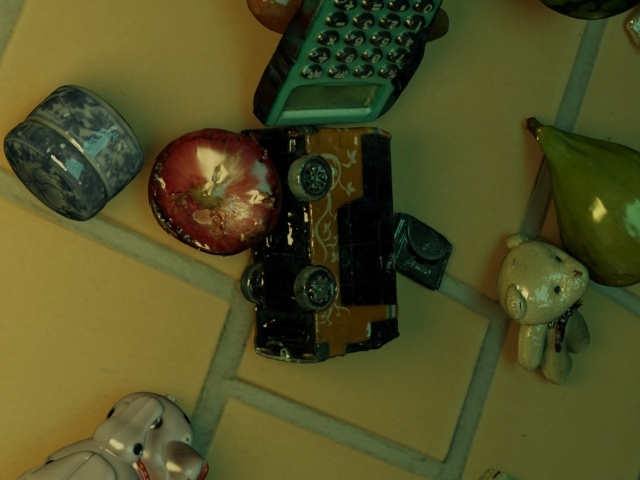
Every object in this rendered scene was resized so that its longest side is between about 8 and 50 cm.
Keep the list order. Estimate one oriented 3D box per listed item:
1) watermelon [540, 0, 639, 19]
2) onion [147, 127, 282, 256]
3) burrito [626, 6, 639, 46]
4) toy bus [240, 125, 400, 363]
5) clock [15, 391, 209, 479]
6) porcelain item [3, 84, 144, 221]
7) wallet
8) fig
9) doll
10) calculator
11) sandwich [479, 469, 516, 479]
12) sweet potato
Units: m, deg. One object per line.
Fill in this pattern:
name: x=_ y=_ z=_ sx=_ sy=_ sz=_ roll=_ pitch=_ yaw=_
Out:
watermelon: x=0.438 y=-0.496 z=2.065 sx=0.285 sy=0.285 sz=0.285 roll=-3 pitch=95 yaw=-38
onion: x=-0.136 y=-0.074 z=1.725 sx=0.184 sy=0.184 sz=0.147 roll=62 pitch=16 yaw=-23
burrito: x=0.652 y=-0.459 z=2.366 sx=0.082 sy=0.059 sz=0.275 roll=44 pitch=66 yaw=-16
toy bus: x=0.000 y=0.000 z=1.824 sx=0.194 sy=0.161 sz=0.324 roll=-7 pitch=96 yaw=-40
clock: x=-0.256 y=0.296 z=1.652 sx=0.254 sy=0.188 sz=0.189 roll=-43 pitch=118 yaw=-36
porcelain item: x=-0.304 y=-0.103 z=1.582 sx=0.114 sy=0.147 sz=0.147 roll=-48 pitch=120 yaw=-26
wallet: x=0.156 y=0.017 z=2.029 sx=0.129 sy=0.026 sz=0.088 roll=29 pitch=76 yaw=-36
fig: x=0.464 y=-0.052 z=2.170 sx=0.314 sy=0.233 sz=0.233 roll=22 pitch=79 yaw=-17
doll: x=0.396 y=0.120 z=2.167 sx=0.175 sy=0.149 sz=0.278 roll=-84 pitch=152 yaw=-43
calculator: x=0.048 y=-0.268 z=1.809 sx=0.248 sy=0.058 sz=0.274 roll=-7 pitch=139 yaw=-42
sandwich: x=0.308 y=0.430 z=2.173 sx=0.104 sy=0.035 sz=0.093 roll=-6 pitch=96 yaw=-39
sweet potato: x=0.031 y=-0.334 z=1.861 sx=0.385 sy=0.109 sz=0.109 roll=-2 pitch=95 yaw=-46
